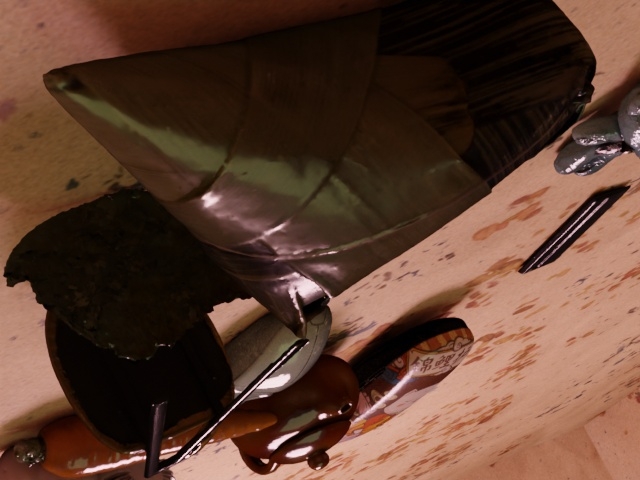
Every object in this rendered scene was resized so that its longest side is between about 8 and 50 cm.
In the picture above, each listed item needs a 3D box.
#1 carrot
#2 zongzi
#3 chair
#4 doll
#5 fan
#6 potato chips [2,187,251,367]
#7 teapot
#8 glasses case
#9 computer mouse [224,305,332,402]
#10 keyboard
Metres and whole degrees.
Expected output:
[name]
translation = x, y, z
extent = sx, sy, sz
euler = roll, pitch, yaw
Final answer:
[carrot]
translation = -0.182, 0.218, 1.422
extent = 0.336, 0.069, 0.069
euler = -1, 150, -36
[zongzi]
translation = 0.018, -0.099, 0.785
extent = 0.289, 0.154, 0.317
euler = -36, 155, 3
[chair]
translation = -0.133, 0.091, 1.053
extent = 0.172, 0.158, 0.247
euler = -17, 158, -34
[doll]
translation = 0.310, -0.099, 1.275
extent = 0.120, 0.075, 0.180
euler = -8, 154, -37
[fan]
translation = -0.264, 0.273, 1.452
extent = 0.074, 0.130, 0.244
euler = -39, 145, 22
[potato chips]
translation = -0.125, 0.023, 0.922
extent = 0.209, 0.142, 0.026
euler = 12, 151, -25
[teapot]
translation = -0.037, 0.237, 1.624
extent = 0.178, 0.135, 0.252
euler = -8, 153, -36
[glasses case]
translation = 0.090, 0.199, 1.774
extent = 0.122, 0.082, 0.321
euler = -8, 154, -40
[computer mouse]
translation = -0.067, 0.144, 1.429
extent = 0.113, 0.068, 0.229
euler = -3, 150, -48
[keyboard]
translation = 0.322, -0.012, 1.634
extent = 0.067, 0.011, 0.202
euler = -19, 160, -29
